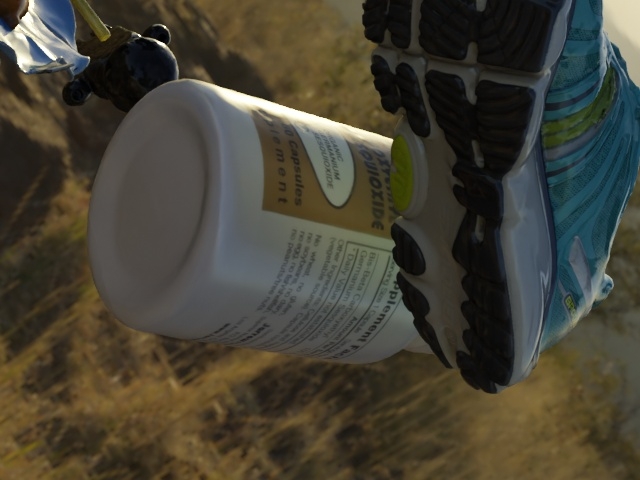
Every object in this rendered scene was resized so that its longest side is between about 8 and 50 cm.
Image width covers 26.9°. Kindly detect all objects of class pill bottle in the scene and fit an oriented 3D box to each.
[{"bbox_3d":[0.000,0.000,0.739,0.229,0.131,0.131,13,42,-39],"label":"pill bottle"}]

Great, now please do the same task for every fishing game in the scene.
[{"bbox_3d":[-0.167,-0.151,0.618,0.189,0.041,0.264,53,11,6],"label":"fishing game"}]

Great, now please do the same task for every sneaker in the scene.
[{"bbox_3d":[0.088,-0.064,0.580,0.107,0.110,0.275,35,-39,40],"label":"sneaker"}]

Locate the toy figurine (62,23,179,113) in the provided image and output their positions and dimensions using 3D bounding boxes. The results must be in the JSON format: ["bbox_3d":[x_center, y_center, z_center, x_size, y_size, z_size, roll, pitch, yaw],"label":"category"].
[{"bbox_3d":[-0.191,-0.212,1.007,0.209,0.213,0.148,16,9,-30],"label":"toy figurine"}]
